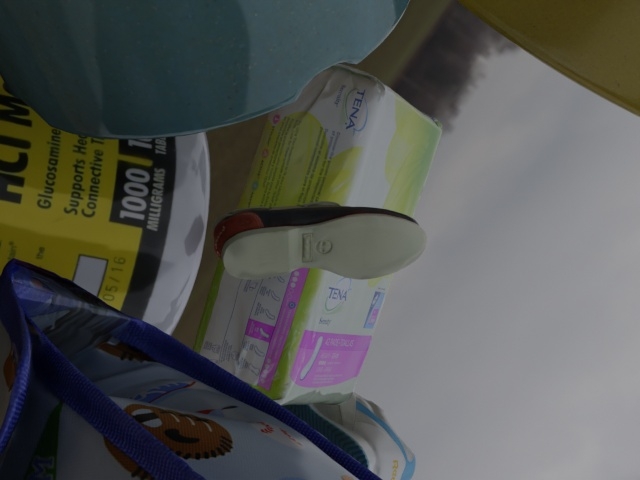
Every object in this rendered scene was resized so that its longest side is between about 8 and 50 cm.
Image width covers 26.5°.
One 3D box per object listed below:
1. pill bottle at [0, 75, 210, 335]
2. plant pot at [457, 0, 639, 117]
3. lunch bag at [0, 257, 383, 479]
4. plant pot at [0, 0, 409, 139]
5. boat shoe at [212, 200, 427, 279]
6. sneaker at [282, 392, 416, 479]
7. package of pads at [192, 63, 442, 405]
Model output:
[{"bbox_3d":[-0.255,-0.033,0.884,0.188,0.334,0.187,-169,-90,-68],"label":"pill bottle"},{"bbox_3d":[0.257,-0.215,1.032,0.212,0.187,0.212,-43,-178,32],"label":"plant pot"},{"bbox_3d":[-0.110,0.225,0.646,0.239,0.385,0.327,25,96,-53],"label":"lunch bag"},{"bbox_3d":[-0.101,-0.257,0.707,0.341,0.341,0.334,-56,143,-38],"label":"plant pot"},{"bbox_3d":[-0.001,-0.003,0.868,0.043,0.137,0.049,-118,-152,-58],"label":"boat shoe"},{"bbox_3d":[0.004,0.182,1.398,0.092,0.228,0.087,5,120,-43],"label":"sneaker"},{"bbox_3d":[0.000,0.000,1.217,0.296,0.101,0.229,-72,161,0],"label":"package of pads"}]
